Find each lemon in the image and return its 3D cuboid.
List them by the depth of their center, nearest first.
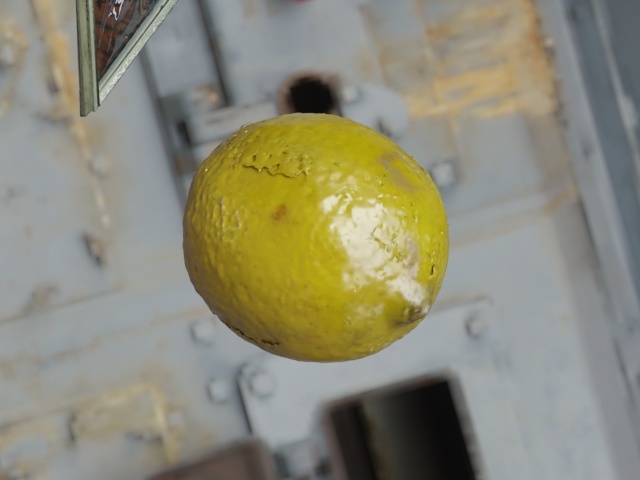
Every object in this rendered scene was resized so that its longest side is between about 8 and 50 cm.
[{"bbox_3d":[0.000,0.000,1.965,0.310,0.258,0.258,26,-38,41],"label":"lemon"}]

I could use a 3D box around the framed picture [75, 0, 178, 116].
[{"bbox_3d":[-0.159,-0.259,1.726,0.216,0.016,0.273,-58,168,-28],"label":"framed picture"}]
